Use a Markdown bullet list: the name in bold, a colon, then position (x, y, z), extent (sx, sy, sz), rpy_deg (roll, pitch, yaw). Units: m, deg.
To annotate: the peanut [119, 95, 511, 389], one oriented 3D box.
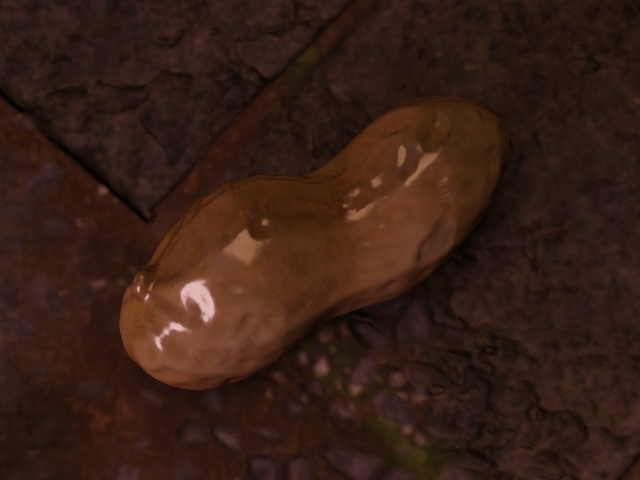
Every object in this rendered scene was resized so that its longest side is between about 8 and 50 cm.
- **peanut**: position (0.000, 0.000, 1.147), extent (0.263, 0.117, 0.101), rpy_deg (-26, 64, -6)
